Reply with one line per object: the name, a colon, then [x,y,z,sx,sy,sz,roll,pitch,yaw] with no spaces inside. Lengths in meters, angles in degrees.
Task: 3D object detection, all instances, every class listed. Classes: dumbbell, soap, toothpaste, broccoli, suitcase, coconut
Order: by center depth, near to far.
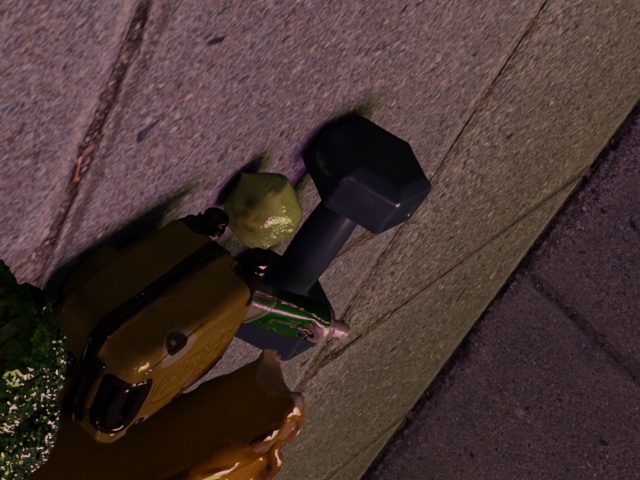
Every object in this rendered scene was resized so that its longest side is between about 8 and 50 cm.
broccoli: [-0.343,0.125,1.364,0.269,0.254,0.269,-16,118,-31]
suitcase: [-0.187,0.086,1.816,0.235,0.143,0.194,-36,164,-38]
soap: [-0.228,0.243,1.899,0.339,0.169,0.304,1,136,-29]
coconut: [-0.067,-0.038,1.941,0.088,0.096,0.088,-28,-156,13]
toothpaste: [-0.076,0.078,2.048,0.248,0.046,0.078,19,130,-24]
dumbbell: [0.000,-0.001,2.126,0.144,0.156,0.316,9,131,-36]

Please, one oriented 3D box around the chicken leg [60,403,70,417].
chicken leg: [-0.242,0.161,1.999,0.101,0.085,0.207,1,136,-26]
